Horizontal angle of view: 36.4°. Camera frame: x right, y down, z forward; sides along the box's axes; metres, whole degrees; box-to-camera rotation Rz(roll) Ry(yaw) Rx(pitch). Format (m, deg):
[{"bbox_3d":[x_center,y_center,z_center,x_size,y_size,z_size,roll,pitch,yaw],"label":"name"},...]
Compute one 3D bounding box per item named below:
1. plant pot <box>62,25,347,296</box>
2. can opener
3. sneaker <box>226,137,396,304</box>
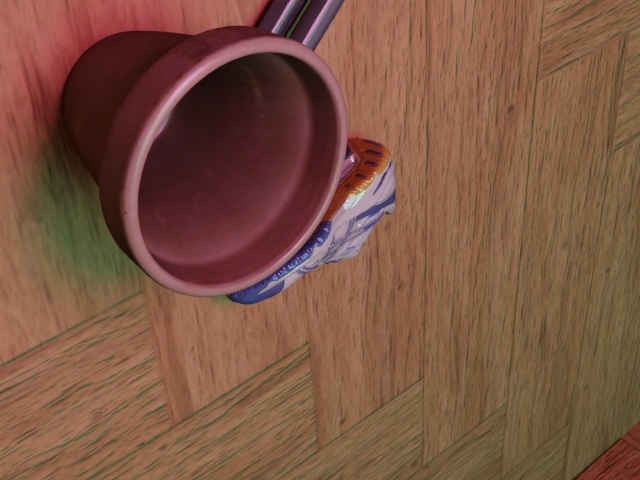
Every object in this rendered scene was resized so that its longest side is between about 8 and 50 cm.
[{"bbox_3d":[-0.141,-0.109,0.976,0.263,0.229,0.263,-27,133,-32],"label":"plant pot"},{"bbox_3d":[-0.057,-0.201,1.148,0.283,0.076,0.095,-58,174,2],"label":"can opener"},{"bbox_3d":[0.000,0.000,1.295,0.296,0.112,0.131,-41,139,-18],"label":"sneaker"}]
